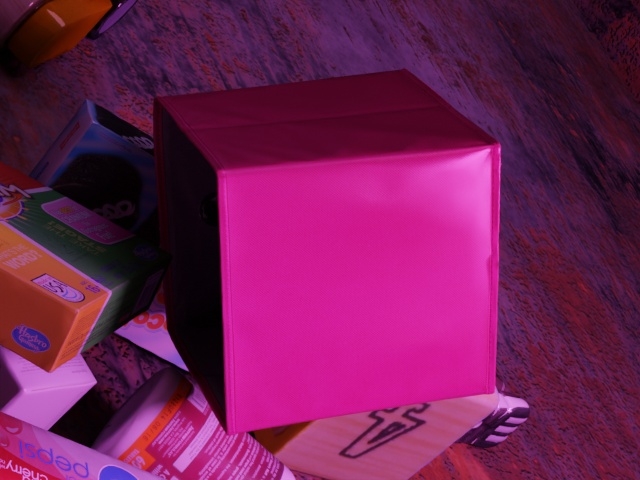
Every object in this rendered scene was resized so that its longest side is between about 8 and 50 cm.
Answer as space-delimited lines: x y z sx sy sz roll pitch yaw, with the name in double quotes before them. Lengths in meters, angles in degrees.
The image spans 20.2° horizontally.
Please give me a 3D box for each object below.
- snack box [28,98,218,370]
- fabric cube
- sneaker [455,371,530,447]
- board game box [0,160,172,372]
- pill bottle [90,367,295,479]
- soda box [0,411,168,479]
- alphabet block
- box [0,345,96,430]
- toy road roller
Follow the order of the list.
"snack box" -0.158 0.014 1.825 0.322 0.187 0.060 30 18 -28
"fabric cube" 0.000 0.000 1.675 0.258 0.254 0.259 -8 22 -16
"sneaker" 0.135 0.163 2.186 0.162 0.106 0.281 56 16 28
"board game box" -0.318 -0.011 1.617 0.316 0.064 0.242 28 16 7
"pill bottle" -0.101 0.233 1.692 0.221 0.121 0.121 43 26 -9
"soda box" -0.227 0.229 1.540 0.263 0.092 0.083 28 33 -34
"alphabet block" 0.042 0.137 1.959 0.197 0.193 0.192 22 34 -41
"box" -0.278 0.124 1.598 0.102 0.101 0.087 -1 53 -56
"toy road roller" -0.295 -0.366 2.095 0.202 0.240 0.329 46 26 -1
